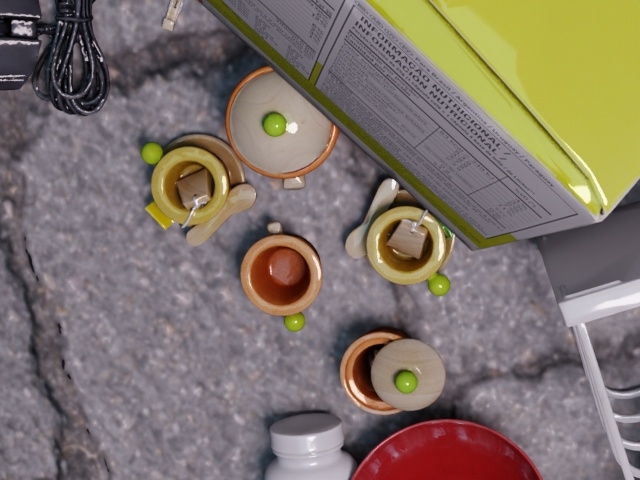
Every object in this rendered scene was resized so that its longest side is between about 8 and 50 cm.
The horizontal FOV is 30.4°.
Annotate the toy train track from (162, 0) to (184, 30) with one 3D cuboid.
[{"bbox_3d":[-0.123,-0.226,1.037,0.048,0.014,0.083,21,102,3],"label":"toy train track"}]

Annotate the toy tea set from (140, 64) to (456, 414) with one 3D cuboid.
[{"bbox_3d":[0.000,0.000,1.003,0.336,0.124,0.200,45,102,-2],"label":"toy tea set"}]

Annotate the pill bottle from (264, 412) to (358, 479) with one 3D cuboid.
[{"bbox_3d":[-0.005,0.243,1.065,0.087,0.087,0.160,-4,99,8],"label":"pill bottle"}]

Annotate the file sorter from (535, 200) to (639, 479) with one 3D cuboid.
[{"bbox_3d":[0.289,0.066,0.901,0.193,0.277,0.173,-17,98,10],"label":"file sorter"}]

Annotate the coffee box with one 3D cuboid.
[{"bbox_3d":[0.127,-0.230,0.801,0.338,0.334,0.337,43,84,-1],"label":"coffee box"}]

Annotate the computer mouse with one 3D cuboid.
[{"bbox_3d":[-0.328,-0.202,1.038,0.272,0.072,0.188,1,101,7],"label":"computer mouse"}]

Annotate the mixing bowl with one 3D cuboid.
[{"bbox_3d":[0.116,0.256,1.031,0.182,0.098,0.181,-6,65,13],"label":"mixing bowl"}]
